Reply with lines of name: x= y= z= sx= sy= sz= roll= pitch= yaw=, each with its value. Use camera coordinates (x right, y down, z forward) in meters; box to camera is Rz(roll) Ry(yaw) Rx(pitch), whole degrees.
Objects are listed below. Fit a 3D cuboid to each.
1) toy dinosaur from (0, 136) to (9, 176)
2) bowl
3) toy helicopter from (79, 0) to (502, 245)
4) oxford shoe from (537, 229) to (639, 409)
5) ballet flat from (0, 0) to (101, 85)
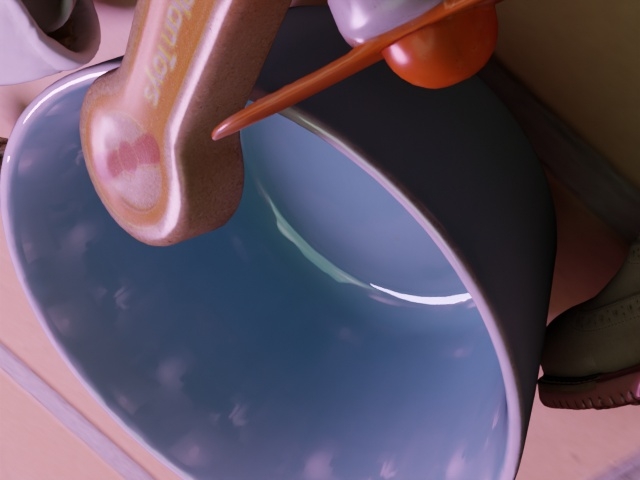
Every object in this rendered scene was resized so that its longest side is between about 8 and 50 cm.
toy dinosaur: x=-0.118 y=-0.026 z=1.034 sx=0.268 sy=0.064 sz=0.118 roll=30 pitch=148 yaw=10
bowl: x=0.000 y=0.000 z=0.876 sx=0.311 sy=0.163 sz=0.311 roll=21 pitch=136 yaw=22
toy helicopter: x=-0.018 y=-0.112 z=0.613 sx=0.235 sy=0.140 sz=0.355 roll=48 pitch=141 yaw=20
oxford shoe: x=0.207 y=-0.012 z=0.769 sx=0.348 sy=0.123 sz=0.130 roll=-36 pitch=73 yaw=52
ballet flat: x=-0.181 y=-0.241 z=0.845 sx=0.139 sy=0.139 sz=0.400 roll=22 pitch=142 yaw=22
